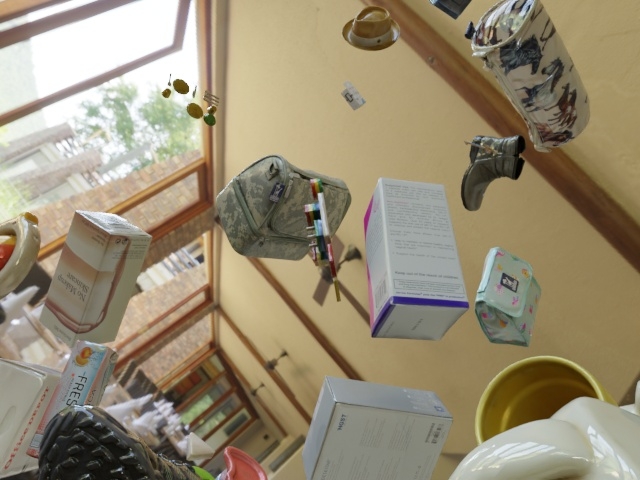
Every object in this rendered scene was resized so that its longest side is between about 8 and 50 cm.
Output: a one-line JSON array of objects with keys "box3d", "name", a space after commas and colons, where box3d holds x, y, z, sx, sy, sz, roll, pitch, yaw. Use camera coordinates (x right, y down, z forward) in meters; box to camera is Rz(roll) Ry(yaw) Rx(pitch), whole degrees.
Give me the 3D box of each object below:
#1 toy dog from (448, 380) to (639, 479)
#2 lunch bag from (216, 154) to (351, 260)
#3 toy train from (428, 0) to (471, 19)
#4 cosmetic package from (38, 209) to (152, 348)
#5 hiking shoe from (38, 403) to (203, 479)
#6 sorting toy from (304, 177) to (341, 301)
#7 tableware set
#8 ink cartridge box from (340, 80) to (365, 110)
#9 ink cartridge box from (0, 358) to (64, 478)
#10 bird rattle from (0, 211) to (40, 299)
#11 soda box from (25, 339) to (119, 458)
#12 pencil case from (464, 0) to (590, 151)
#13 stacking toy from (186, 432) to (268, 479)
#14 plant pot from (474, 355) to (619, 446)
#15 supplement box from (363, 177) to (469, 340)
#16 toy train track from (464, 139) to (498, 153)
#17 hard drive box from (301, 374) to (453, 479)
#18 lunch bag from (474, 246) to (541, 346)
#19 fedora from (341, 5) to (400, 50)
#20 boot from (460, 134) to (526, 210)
[{"box3d": [0.279, 0.364, 0.398, 0.285, 0.394, 0.409, -119, -141, -70], "name": "toy dog"}, {"box3d": [-0.088, -0.094, 1.245, 0.256, 0.305, 0.213, -40, -119, 27], "name": "lunch bag"}, {"box3d": [0.275, -0.518, 0.876, 0.184, 0.080, 0.105, -49, -142, 37], "name": "toy train"}, {"box3d": [-0.551, 0.092, 1.144, 0.153, 0.297, 0.129, 25, 9, 24], "name": "cosmetic package"}, {"box3d": [-0.164, 0.243, 0.436, 0.227, 0.086, 0.114, 48, -14, 0], "name": "hiking shoe"}, {"box3d": [0.000, 0.000, 0.970, 0.132, 0.046, 0.275, 79, 2, -45], "name": "sorting toy"}, {"box3d": [-0.344, -0.368, 1.240, 0.154, 0.104, 0.024, 20, -30, -34], "name": "tableware set"}, {"box3d": [0.095, -0.440, 1.416, 0.028, 0.048, 0.083, -36, -86, 39], "name": "ink cartridge box"}, {"box3d": [-0.615, 0.368, 0.982, 0.114, 0.199, 0.273, 19, -21, 1], "name": "ink cartridge box"}, {"box3d": [-0.594, 0.048, 0.832, 0.143, 0.206, 0.254, 48, 15, -42], "name": "bird rattle"}, {"box3d": [-0.401, 0.263, 0.767, 0.058, 0.183, 0.063, 13, -26, 1], "name": "soda box"}, {"box3d": [0.515, -0.390, 1.134, 0.410, 0.183, 0.160, 36, 12, -36], "name": "pencil case"}, {"box3d": [-0.271, 0.667, 1.189, 0.279, 0.131, 0.309, 34, 6, -13], "name": "stacking toy"}, {"box3d": [0.475, 0.392, 0.904, 0.239, 0.254, 0.254, 39, -18, -24], "name": "plant pot"}, {"box3d": [0.133, 0.026, 0.705, 0.111, 0.113, 0.220, 106, -14, -55], "name": "supplement box"}, {"box3d": [0.382, -0.220, 1.118, 0.083, 0.014, 0.048, 28, 3, 28], "name": "toy train track"}, {"box3d": [0.102, 0.368, 0.872, 0.089, 0.231, 0.181, -123, -132, -70], "name": "hard drive box"}, {"box3d": [0.589, 0.179, 1.494, 0.160, 0.224, 0.262, -3, -42, 44], "name": "lunch bag"}, {"box3d": [0.164, -0.694, 1.500, 0.194, 0.194, 0.079, 42, -21, 23], "name": "fedora"}, {"box3d": [0.521, -0.198, 1.408, 0.161, 0.083, 0.247, 22, -70, 51], "name": "boot"}]
